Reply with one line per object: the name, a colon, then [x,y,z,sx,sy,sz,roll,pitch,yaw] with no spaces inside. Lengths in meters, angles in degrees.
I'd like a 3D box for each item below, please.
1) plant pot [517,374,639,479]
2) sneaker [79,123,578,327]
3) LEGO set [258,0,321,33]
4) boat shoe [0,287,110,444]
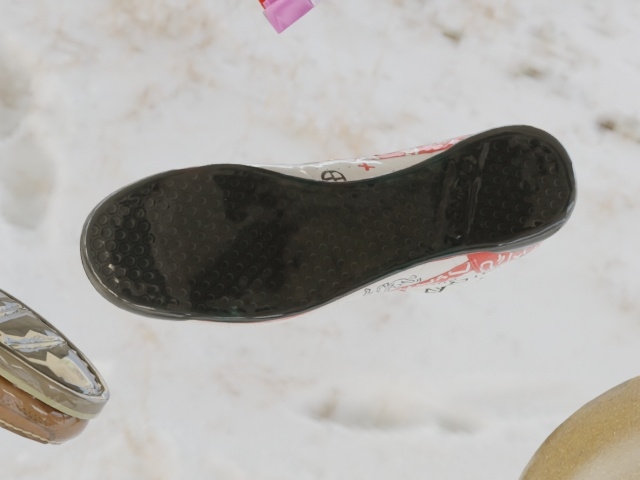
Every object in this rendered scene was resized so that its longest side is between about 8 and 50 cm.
plant pot: [0.170,0.144,0.614,0.236,0.236,0.032,27,39,9]
sneaker: [0.001,0.001,1.012,0.270,0.145,0.090,-11,82,-9]
LEGO set: [0.001,-0.170,0.827,0.093,0.087,0.227,53,13,-6]
boat shoe: [-0.279,0.058,1.148,0.307,0.104,0.111,30,7,14]
